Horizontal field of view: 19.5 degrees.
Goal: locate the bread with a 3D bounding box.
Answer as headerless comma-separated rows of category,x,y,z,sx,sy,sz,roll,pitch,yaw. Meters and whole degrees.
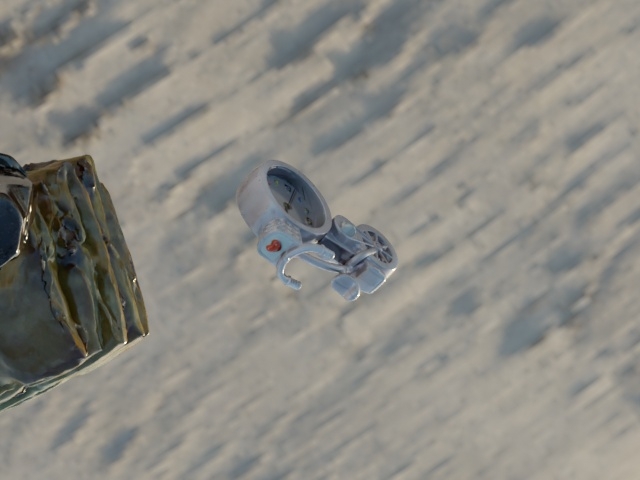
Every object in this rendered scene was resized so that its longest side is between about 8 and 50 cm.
bread,-0.387,0.060,2.177,0.324,0.278,0.167,-20,176,5

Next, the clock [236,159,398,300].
clock,0.000,0.000,1.255,0.129,0.087,0.041,31,121,-29

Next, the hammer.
hammer,-0.503,-0.043,1.945,0.408,0.242,0.095,6,102,-9
